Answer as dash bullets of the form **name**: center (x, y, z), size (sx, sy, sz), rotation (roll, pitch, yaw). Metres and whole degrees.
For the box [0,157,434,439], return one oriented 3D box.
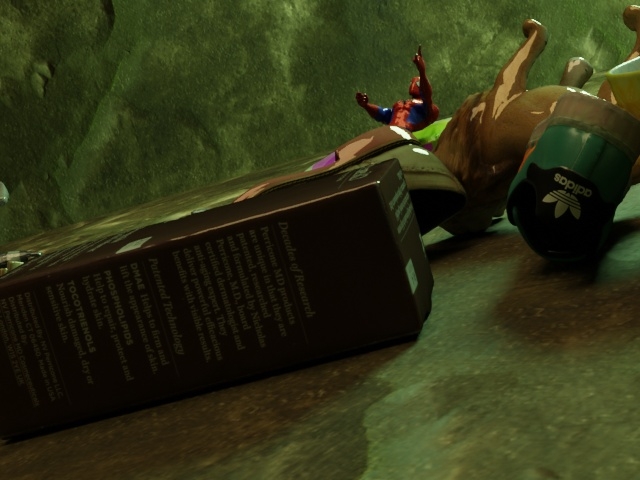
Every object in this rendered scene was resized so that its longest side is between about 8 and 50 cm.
- **box**: center (-0.101, 0.047, 1.139), size (0.381, 0.143, 0.191), rotation (-14, 7, 10)

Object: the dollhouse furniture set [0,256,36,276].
- **dollhouse furniture set**: center (-0.391, 0.113, 1.481), size (0.212, 0.161, 0.242), rotation (-11, -13, 39)

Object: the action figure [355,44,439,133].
- **action figure**: center (0.090, -0.156, 1.761), size (0.091, 0.139, 0.280), rotation (-1, 42, 28)

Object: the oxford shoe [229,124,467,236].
- **oxford shoe**: center (0.000, 0.000, 1.345), size (0.348, 0.123, 0.130), rotation (-35, 49, -19)

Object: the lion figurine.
- **lion figurine**: center (0.262, -0.116, 1.369), size (0.240, 0.142, 0.392), rotation (-59, 22, -15)

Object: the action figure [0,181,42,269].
- **action figure**: center (-0.569, 0.020, 1.764), size (0.330, 0.341, 0.178), rotation (-19, 23, -26)

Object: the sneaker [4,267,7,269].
- **sneaker**: center (-0.462, 0.105, 1.685), size (0.292, 0.110, 0.118), rotation (-20, 19, -12)

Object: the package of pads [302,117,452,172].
- **package of pads**: center (0.112, -0.109, 1.975), size (0.229, 0.101, 0.296), rotation (-15, 8, 14)

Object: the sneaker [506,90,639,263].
- **sneaker**: center (0.216, -0.038, 1.166), size (0.108, 0.121, 0.302), rotation (28, -5, 11)

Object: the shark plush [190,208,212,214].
- **shark plush**: center (-0.129, -0.039, 2.123), size (0.161, 0.067, 0.073), rotation (-15, 7, 10)

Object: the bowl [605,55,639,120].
- **bowl**: center (0.403, -0.109, 1.088), size (0.289, 0.156, 0.289), rotation (-16, 8, 2)
